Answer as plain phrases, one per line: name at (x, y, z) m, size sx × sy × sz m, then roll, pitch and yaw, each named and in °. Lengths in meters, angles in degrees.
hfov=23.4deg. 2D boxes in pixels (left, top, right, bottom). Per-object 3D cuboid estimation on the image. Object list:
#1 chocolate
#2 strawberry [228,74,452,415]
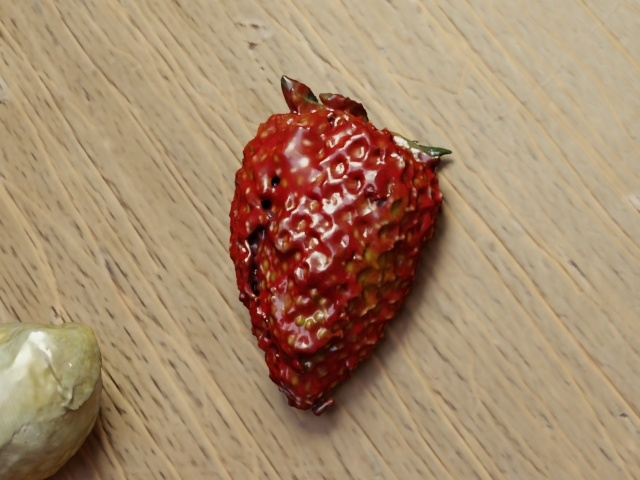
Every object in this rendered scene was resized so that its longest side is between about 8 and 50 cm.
chocolate at (-0.302, 0.152, 1.197) m, size 0.309 × 0.134 × 0.134 m, roll -24°, pitch 69°, yaw 14°
strawberry at (-0.015, 0.001, 1.152) m, size 0.174 × 0.098 × 0.228 m, roll 22°, pitch 82°, yaw 24°
